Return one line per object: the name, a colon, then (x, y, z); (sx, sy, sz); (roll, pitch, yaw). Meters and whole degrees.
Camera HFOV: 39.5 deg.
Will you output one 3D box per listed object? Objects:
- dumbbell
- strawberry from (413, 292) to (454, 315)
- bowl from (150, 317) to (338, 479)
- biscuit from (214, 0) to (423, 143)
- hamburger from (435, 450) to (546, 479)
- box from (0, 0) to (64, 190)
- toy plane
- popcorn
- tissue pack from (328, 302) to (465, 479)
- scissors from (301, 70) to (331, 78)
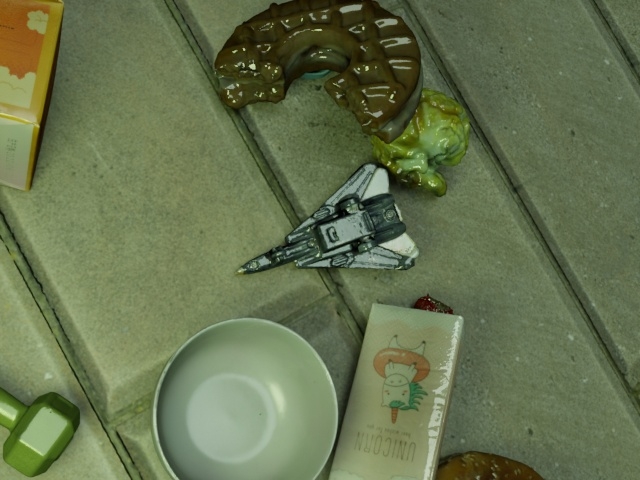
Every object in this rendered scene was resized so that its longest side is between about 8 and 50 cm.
dumbbell: (-0.493, 0.216, 1.279); (0.302, 0.121, 0.108); (36, 95, -8)
strawberry: (0.195, 0.140, 1.590); (0.073, 0.073, 0.083); (27, 104, -12)
bowl: (-0.129, 0.272, 1.380); (0.287, 0.144, 0.287); (6, 73, -20)
biscuit: (0.011, -0.311, 1.543); (0.366, 0.115, 0.268); (21, 59, 20)
hamburger: (0.258, 0.475, 1.475); (0.286, 0.146, 0.243); (-26, 78, -23)
box: (-0.525, -0.235, 1.298); (0.259, 0.283, 0.214); (14, 69, -17)
toy plane: (0.004, -0.003, 1.531); (0.316, 0.103, 0.204); (-19, 83, -24)
popcorn: (0.186, -0.174, 1.617); (0.198, 0.198, 0.212); (-11, 113, -23)
tissue pack: (0.129, 0.274, 1.479); (0.170, 0.071, 0.325); (9, 68, 18)
scissors: (0.063, -0.336, 1.688); (0.256, 0.030, 0.125); (16, 69, -13)
